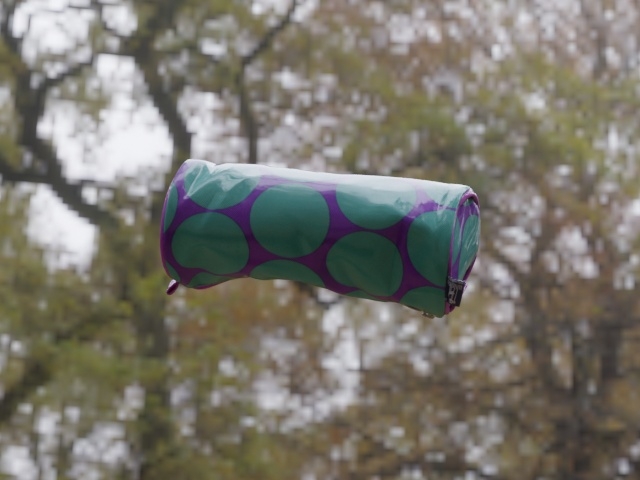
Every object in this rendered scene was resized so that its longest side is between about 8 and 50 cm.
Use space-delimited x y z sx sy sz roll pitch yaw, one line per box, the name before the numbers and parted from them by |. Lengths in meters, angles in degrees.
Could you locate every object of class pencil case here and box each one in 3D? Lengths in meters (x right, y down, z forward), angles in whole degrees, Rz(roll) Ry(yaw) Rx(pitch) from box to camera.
pencil case | 0.000 0.000 0.968 0.151 0.070 0.064 7 20 9
